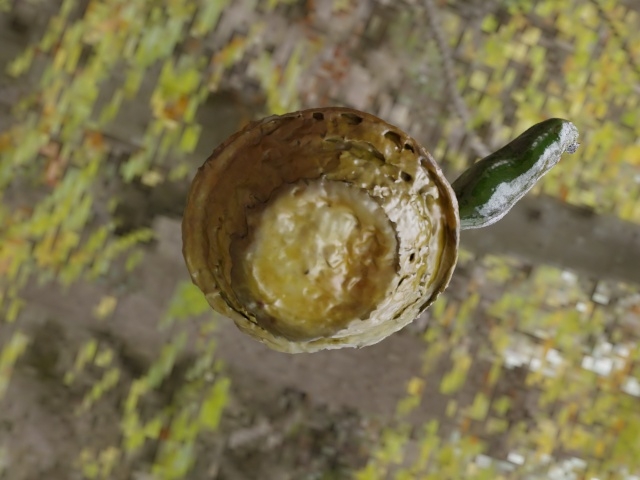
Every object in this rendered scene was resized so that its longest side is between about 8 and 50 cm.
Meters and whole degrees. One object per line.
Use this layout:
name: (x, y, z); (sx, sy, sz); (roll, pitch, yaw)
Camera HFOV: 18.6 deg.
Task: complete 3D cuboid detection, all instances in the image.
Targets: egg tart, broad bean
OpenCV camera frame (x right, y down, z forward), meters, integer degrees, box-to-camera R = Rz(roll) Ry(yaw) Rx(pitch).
egg tart: (0.000, 0.000, 1.312); (0.191, 0.191, 0.074); (-60, -172, 18)
broad bean: (0.168, -0.059, 1.735); (0.046, 0.195, 0.061); (39, -35, 30)
